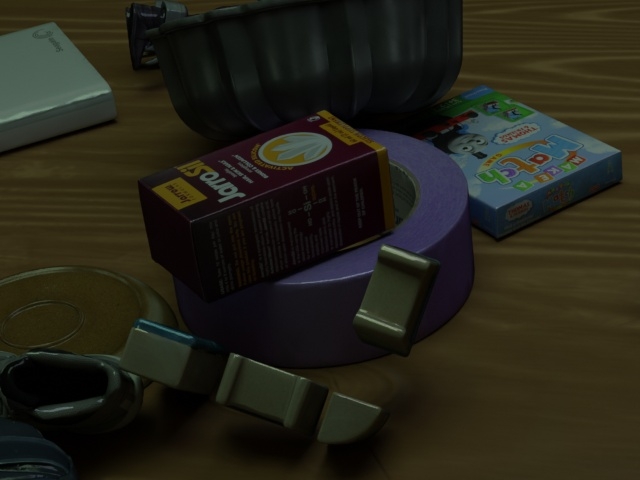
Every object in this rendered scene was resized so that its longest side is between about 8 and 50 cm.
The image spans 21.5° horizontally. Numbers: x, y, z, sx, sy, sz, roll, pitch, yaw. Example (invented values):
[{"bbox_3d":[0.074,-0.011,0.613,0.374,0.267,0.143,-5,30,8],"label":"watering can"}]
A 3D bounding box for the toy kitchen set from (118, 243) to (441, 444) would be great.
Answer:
[{"bbox_3d":[-0.026,0.062,1.352,0.207,0.166,0.122,19,-5,10],"label":"toy kitchen set"}]

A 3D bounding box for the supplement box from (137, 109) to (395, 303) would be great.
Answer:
[{"bbox_3d":[-0.045,-0.031,1.417,0.188,0.081,0.104,-22,32,-23],"label":"supplement box"}]

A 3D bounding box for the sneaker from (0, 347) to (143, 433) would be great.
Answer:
[{"bbox_3d":[-0.260,0.117,1.331,0.228,0.086,0.132,-7,-11,0],"label":"sneaker"}]

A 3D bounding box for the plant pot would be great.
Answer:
[{"bbox_3d":[-0.244,0.084,1.490,0.236,0.032,0.236,-6,30,3],"label":"plant pot"}]

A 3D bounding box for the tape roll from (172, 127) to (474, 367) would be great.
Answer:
[{"bbox_3d":[0.000,0.000,1.523,0.274,0.090,0.275,-5,31,3],"label":"tape roll"}]

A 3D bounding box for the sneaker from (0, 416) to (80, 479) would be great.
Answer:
[{"bbox_3d":[-0.282,0.211,1.234,0.226,0.086,0.163,-13,30,-6],"label":"sneaker"}]

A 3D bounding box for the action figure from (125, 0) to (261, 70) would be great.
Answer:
[{"bbox_3d":[-0.081,-0.251,1.957,0.285,0.099,0.185,-6,24,-6],"label":"action figure"}]

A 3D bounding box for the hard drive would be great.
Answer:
[{"bbox_3d":[-0.433,-0.148,1.899,0.353,0.047,0.233,-18,33,-18],"label":"hard drive"}]

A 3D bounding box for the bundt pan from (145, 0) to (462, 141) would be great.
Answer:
[{"bbox_3d":[-0.004,-0.175,1.696,0.330,0.124,0.331,-10,2,0],"label":"bundt pan"}]

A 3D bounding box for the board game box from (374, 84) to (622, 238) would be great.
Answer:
[{"bbox_3d":[0.168,-0.082,1.673,0.160,0.039,0.211,-24,36,-27],"label":"board game box"}]
